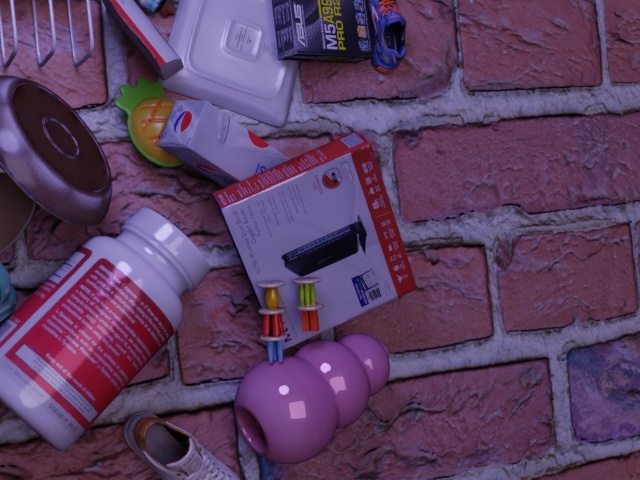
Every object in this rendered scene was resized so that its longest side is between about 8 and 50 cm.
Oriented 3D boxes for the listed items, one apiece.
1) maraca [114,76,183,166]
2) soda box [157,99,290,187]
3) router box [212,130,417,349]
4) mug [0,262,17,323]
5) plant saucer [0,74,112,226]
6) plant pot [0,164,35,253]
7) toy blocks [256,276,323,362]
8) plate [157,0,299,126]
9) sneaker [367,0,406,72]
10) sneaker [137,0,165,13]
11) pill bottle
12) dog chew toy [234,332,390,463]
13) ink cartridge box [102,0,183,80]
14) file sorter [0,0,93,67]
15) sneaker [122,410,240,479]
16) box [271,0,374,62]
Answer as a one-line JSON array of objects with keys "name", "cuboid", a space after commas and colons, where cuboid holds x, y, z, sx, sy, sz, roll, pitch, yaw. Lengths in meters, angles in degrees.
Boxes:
[{"name": "maraca", "cuboid": [-0.309, -0.222, 1.899, 0.127, 0.099, 0.186, -31, 87, -34]}, {"name": "soda box", "cuboid": [-0.164, -0.157, 1.900, 0.286, 0.091, 0.098, 33, 72, -44]}, {"name": "router box", "cuboid": [-0.004, 0.005, 1.917, 0.301, 0.082, 0.336, -25, 119, -7]}, {"name": "mug", "cuboid": [-0.582, 0.107, 1.717, 0.129, 0.157, 0.097, -39, 95, -20]}, {"name": "plant saucer", "cuboid": [-0.459, -0.165, 1.732, 0.050, 0.310, 0.311, -33, 101, 16]}, {"name": "plant pot", "cuboid": [-0.648, -0.082, 1.672, 0.284, 0.284, 0.191, -30, 69, -22]}, {"name": "toy blocks", "cuboid": [-0.053, 0.147, 1.862, 0.123, 0.054, 0.148, -5, 97, -16]}, {"name": "plate", "cuboid": [-0.159, -0.396, 2.005, 0.278, 0.045, 0.277, 17, 79, -22]}, {"name": "sneaker", "cuboid": [0.142, -0.468, 2.116, 0.083, 0.087, 0.221, -14, 92, -24]}, {"name": "sneaker", "cuboid": [-0.297, -0.583, 1.926, 0.122, 0.110, 0.283, 29, 75, -14]}, {"name": "pill bottle", "cuboid": [-0.391, 0.143, 1.763, 0.229, 0.229, 0.408, 46, 71, -14]}, {"name": "dog chew toy", "cuboid": [-0.001, 0.286, 1.945, 0.331, 0.206, 0.207, -27, 97, -30]}, {"name": "ink cartridge box", "cuboid": [-0.326, -0.389, 1.821, 0.056, 0.224, 0.181, -39, 92, -7]}, {"name": "file sorter", "cuboid": [-0.550, -0.397, 1.758, 0.277, 0.193, 0.173, -5, 91, -24]}, {"name": "sneaker", "cuboid": [-0.239, 0.430, 1.867, 0.290, 0.123, 0.106, 41, 70, -17]}, {"name": "box", "cuboid": [-0.001, -0.499, 2.040, 0.216, 0.060, 0.270, -5, 88, -42]}]
